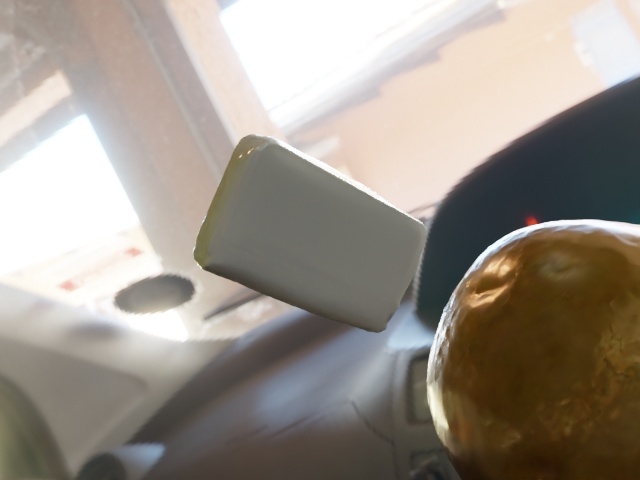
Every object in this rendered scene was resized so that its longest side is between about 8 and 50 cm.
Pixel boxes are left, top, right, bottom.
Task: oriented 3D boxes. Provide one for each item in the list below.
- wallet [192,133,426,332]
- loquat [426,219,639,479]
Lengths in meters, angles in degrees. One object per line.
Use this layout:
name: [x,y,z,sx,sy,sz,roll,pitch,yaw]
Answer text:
wallet: [0.000,0.000,0.751,0.190,0.095,0.033,23,1,-44]
loquat: [0.226,0.106,0.889,0.276,0.276,0.284,-27,20,2]
